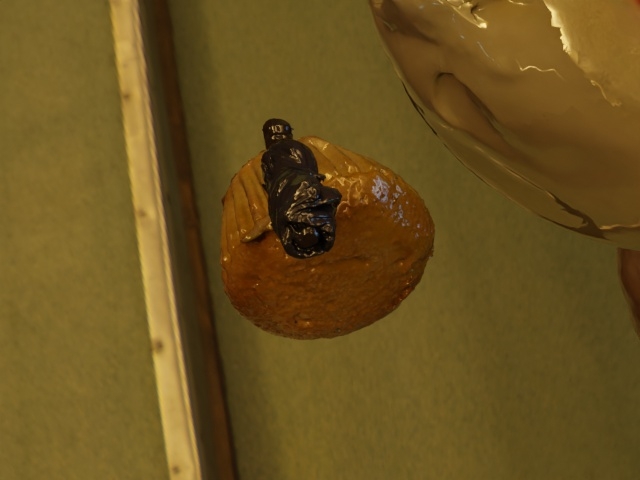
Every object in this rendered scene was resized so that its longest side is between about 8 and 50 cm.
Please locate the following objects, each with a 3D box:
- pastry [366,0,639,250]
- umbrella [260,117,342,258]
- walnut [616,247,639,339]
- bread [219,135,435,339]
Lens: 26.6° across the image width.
[{"bbox_3d":[0.146,-0.122,0.539,0.265,0.133,0.264,0,82,-3],"label":"pastry"},{"bbox_3d":[-0.020,-0.054,1.231,0.071,0.071,0.248,-10,23,-2],"label":"umbrella"},{"bbox_3d":[0.392,0.011,1.227,0.227,0.273,0.273,-10,52,37],"label":"walnut"},{"bbox_3d":[0.002,0.003,1.443,0.240,0.240,0.139,-21,44,-8],"label":"bread"}]
